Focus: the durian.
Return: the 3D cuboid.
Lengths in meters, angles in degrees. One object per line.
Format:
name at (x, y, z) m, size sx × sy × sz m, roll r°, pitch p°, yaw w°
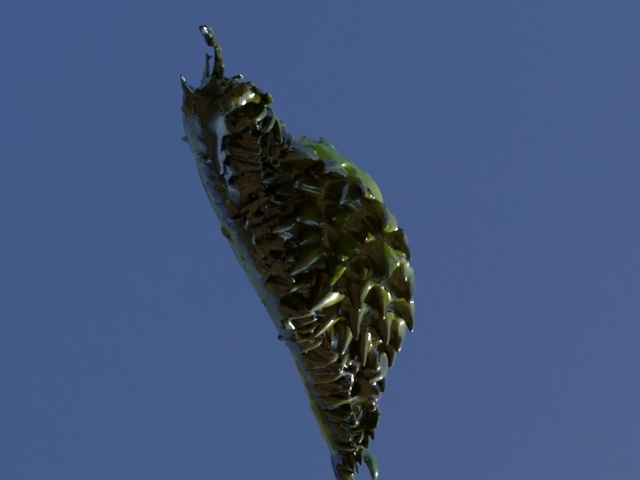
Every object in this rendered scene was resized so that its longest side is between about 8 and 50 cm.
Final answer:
durian at (-0.005, 0.004, 1.210) m, size 0.107 × 0.375 × 0.132 m, roll -23°, pitch -148°, yaw -8°
